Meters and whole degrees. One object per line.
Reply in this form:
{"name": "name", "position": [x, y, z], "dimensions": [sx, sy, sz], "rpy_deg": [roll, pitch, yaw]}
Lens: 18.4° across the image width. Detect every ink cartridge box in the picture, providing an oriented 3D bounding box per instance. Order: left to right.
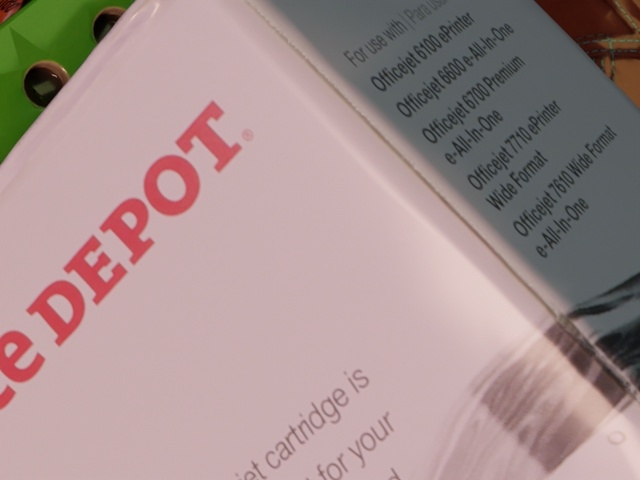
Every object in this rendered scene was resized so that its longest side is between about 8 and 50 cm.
{"name": "ink cartridge box", "position": [0.036, 0.087, 0.543], "dimensions": [0.307, 0.223, 0.129], "rpy_deg": [46, 33, 2]}

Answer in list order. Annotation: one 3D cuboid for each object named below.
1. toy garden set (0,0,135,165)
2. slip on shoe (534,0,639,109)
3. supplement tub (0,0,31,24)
{"name": "toy garden set", "position": [-0.097, -0.165, 0.592], "dimensions": [0.204, 0.049, 0.244], "rpy_deg": [-42, 99, -20]}
{"name": "slip on shoe", "position": [0.092, -0.034, 0.764], "dimensions": [0.101, 0.123, 0.331], "rpy_deg": [-23, 72, -28]}
{"name": "supplement tub", "position": [-0.083, -0.218, 0.764], "dimensions": [0.207, 0.207, 0.338], "rpy_deg": [38, 51, 8]}
